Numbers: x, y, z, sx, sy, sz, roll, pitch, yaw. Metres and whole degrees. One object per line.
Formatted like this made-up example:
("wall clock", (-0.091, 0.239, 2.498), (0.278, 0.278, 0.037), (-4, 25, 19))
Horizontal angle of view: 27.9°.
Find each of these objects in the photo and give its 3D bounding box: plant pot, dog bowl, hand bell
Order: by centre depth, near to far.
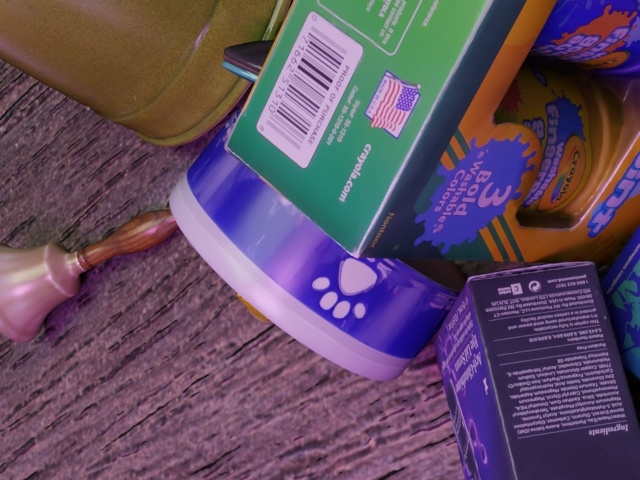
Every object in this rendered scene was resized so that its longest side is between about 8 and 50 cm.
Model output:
("dog bowl", (0.000, 0.000, 1.150), (0.104, 0.265, 0.265), (-51, 53, 12))
("plant pot", (-0.264, -0.319, 1.339), (0.366, 0.353, 0.366), (-23, 59, 46))
("hand bell", (-0.259, 0.017, 1.470), (0.242, 0.126, 0.126), (-22, 63, 16))

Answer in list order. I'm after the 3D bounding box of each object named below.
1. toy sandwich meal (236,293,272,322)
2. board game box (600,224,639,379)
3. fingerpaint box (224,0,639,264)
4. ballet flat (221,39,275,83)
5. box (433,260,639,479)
("toy sandwich meal", (-0.051, 0.047, 1.327), (0.086, 0.029, 0.085), (-12, 70, 35))
("board game box", (0.307, 0.053, 0.994), (0.160, 0.047, 0.210), (-58, 32, 7))
("fingerpaint box", (0.190, -0.203, 0.941), (0.163, 0.371, 0.445), (41, 114, 34))
("ballet flat", (0.044, -0.141, 1.223), (0.280, 0.095, 0.096), (30, 96, 7))
("box", (0.174, 0.142, 1.025), (0.108, 0.153, 0.207), (-7, 67, -9))
